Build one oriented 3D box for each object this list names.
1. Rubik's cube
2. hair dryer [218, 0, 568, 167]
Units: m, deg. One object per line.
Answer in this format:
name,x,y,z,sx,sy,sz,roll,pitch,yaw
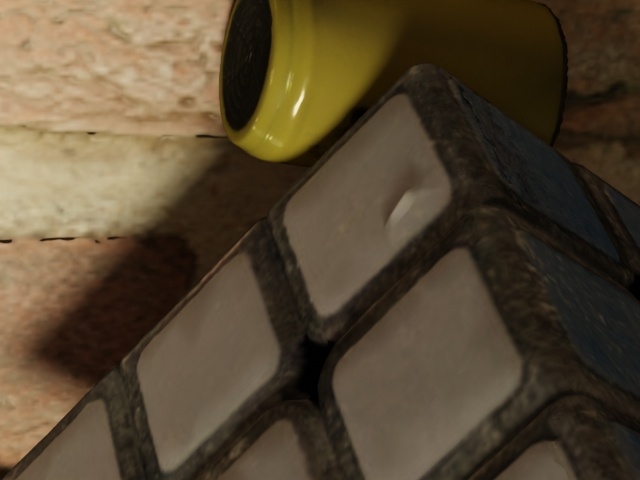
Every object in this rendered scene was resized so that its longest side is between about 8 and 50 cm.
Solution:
Rubik's cube,0.077,0.167,0.706,0.301,0.305,0.304,29,115,-34
hair dryer,0.000,0.000,0.803,0.135,0.090,0.278,6,129,-22
